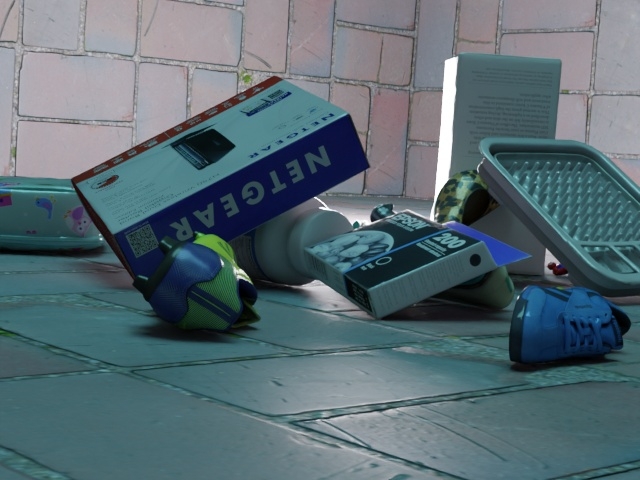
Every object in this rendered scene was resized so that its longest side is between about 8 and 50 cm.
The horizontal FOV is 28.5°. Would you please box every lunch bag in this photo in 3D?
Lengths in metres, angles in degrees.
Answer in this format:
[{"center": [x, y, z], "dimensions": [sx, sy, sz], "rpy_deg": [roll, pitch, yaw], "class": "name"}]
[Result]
[{"center": [-0.442, -0.044, 1.954], "dimensions": [0.224, 0.108, 0.279], "rpy_deg": [0, 4, -10], "class": "lunch bag"}]

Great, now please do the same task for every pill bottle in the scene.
[{"center": [-0.056, -0.006, 1.680], "dimensions": [0.124, 0.124, 0.221], "rpy_deg": [0, 6, -39], "class": "pill bottle"}]

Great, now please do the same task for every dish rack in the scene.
[{"center": [0.394, -0.027, 1.847], "dimensions": [0.285, 0.072, 0.333], "rpy_deg": [-3, 42, -38], "class": "dish rack"}]

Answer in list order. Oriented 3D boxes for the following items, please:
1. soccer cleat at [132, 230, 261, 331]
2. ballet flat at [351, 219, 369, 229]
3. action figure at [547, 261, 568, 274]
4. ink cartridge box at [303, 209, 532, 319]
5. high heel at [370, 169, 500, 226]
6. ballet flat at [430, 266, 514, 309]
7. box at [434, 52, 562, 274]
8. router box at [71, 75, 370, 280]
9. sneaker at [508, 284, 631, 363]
[{"center": [-0.114, 0.054, 1.306], "dimensions": [0.121, 0.093, 0.289], "rpy_deg": [34, 1, 2], "class": "soccer cleat"}, {"center": [0.070, 0.023, 1.839], "dimensions": [0.079, 0.077, 0.221], "rpy_deg": [22, 9, -2], "class": "ballet flat"}, {"center": [0.409, 0.047, 2.011], "dimensions": [0.038, 0.030, 0.115], "rpy_deg": [-7, 9, -41], "class": "action figure"}, {"center": [0.111, 0.014, 1.503], "dimensions": [0.208, 0.045, 0.206], "rpy_deg": [-20, 19, -17], "class": "ink cartridge box"}, {"center": [0.227, -0.015, 1.880], "dimensions": [0.261, 0.093, 0.186], "rpy_deg": [-17, 42, -24], "class": "high heel"}, {"center": [0.148, 0.045, 1.610], "dimensions": [0.086, 0.086, 0.248], "rpy_deg": [0, 7, -39], "class": "ballet flat"}, {"center": [0.286, -0.128, 2.087], "dimensions": [0.168, 0.346, 0.215], "rpy_deg": [4, 5, -1], "class": "box"}, {"center": [-0.141, -0.091, 1.677], "dimensions": [0.335, 0.082, 0.301], "rpy_deg": [-28, 24, -12], "class": "router box"}, {"center": [0.241, 0.081, 1.201], "dimensions": [0.082, 0.069, 0.209], "rpy_deg": [10, 7, 28], "class": "sneaker"}]
